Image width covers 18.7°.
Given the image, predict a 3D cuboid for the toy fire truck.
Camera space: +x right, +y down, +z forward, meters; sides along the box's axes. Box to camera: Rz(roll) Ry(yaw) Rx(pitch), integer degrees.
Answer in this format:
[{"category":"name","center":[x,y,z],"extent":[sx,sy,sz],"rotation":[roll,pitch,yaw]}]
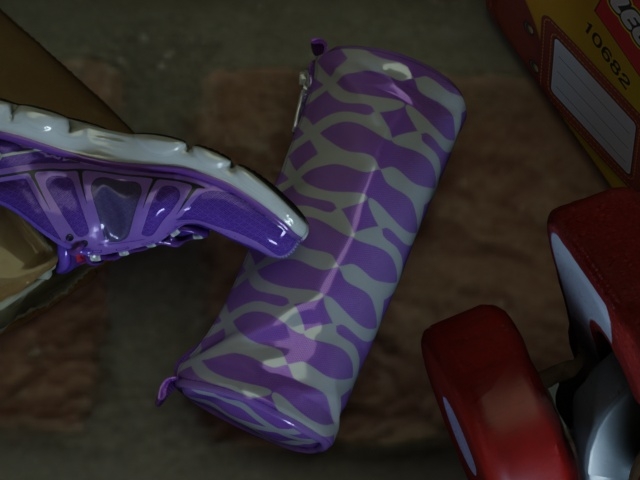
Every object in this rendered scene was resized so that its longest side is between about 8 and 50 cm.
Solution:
[{"category":"toy fire truck","center":[0.170,0.138,0.793],"extent":[0.169,0.302,0.254],"rotation":[-22,36,-5]}]

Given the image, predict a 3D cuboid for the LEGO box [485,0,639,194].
[{"category":"LEGO box","center":[0.379,-0.037,0.936],"extent":[0.372,0.193,0.500],"rotation":[-30,78,-14]}]

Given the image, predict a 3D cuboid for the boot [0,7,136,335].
[{"category":"boot","center":[-0.239,-0.058,0.936],"extent":[0.236,0.089,0.269],"rotation":[-38,81,-15]}]

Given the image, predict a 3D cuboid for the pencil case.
[{"category":"pencil case","center":[0.000,0.000,0.941],"extent":[0.088,0.086,0.206],"rotation":[23,72,-3]}]

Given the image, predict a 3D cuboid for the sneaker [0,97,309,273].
[{"category":"sneaker","center":[-0.090,-0.014,0.888],"extent":[0.170,0.068,0.071],"rotation":[12,86,4]}]
